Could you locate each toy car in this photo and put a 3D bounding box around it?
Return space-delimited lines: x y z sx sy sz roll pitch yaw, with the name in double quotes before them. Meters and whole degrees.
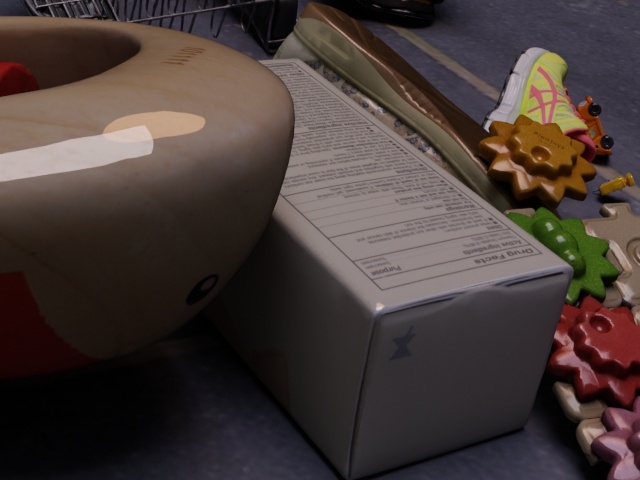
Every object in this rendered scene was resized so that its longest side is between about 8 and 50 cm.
"toy car" 0.237 -0.083 1.077 0.041 0.060 0.122 -21 21 11

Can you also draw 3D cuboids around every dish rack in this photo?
"dish rack" -0.169 -0.265 1.206 0.272 0.074 0.208 -13 57 -24

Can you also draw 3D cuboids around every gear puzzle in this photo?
"gear puzzle" 0.204 0.028 0.800 0.176 0.044 0.339 -4 48 -21

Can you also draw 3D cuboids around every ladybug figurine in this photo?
"ladybug figurine" -0.234 -0.025 0.694 0.449 0.161 0.305 3 23 14

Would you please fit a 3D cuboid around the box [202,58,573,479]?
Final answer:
"box" 0.000 0.000 0.801 0.148 0.121 0.311 -10 35 -30

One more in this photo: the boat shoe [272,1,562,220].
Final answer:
"boat shoe" 0.073 -0.064 0.950 0.285 0.089 0.104 46 20 19

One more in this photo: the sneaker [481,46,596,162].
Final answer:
"sneaker" 0.193 -0.093 1.063 0.094 0.081 0.208 17 42 12

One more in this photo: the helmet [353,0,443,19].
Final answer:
"helmet" 0.072 -0.329 1.344 0.162 0.169 0.169 18 27 -17
